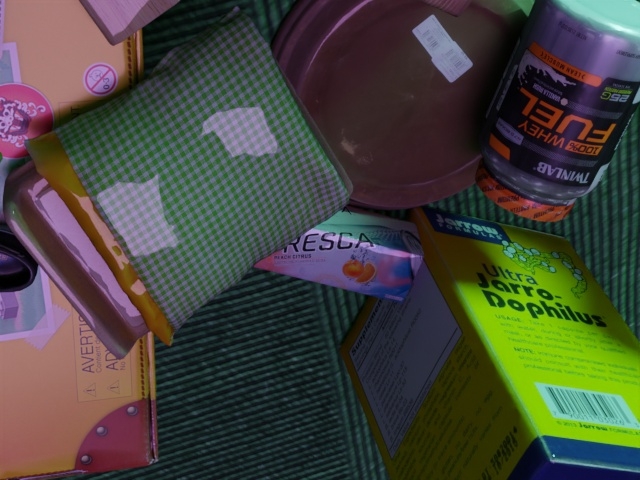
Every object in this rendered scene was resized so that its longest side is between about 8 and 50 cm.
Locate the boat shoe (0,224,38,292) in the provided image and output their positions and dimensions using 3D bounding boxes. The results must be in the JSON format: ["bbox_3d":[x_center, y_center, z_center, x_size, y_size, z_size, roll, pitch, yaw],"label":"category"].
[{"bbox_3d":[-0.245,0.006,0.743,0.142,0.040,0.049,5,110,-19],"label":"boat shoe"}]

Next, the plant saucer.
[{"bbox_3d":[0.085,-0.137,1.076,0.277,0.041,0.278,-9,127,-12],"label":"plant saucer"}]

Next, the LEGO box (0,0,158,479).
[{"bbox_3d":[-0.315,-0.077,0.819,0.372,0.193,0.500,-5,113,-15],"label":"LEGO box"}]

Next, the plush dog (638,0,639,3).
[{"bbox_3d":[0.426,-0.155,1.086,0.225,0.262,0.210,-19,163,8],"label":"plush dog"}]

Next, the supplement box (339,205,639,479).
[{"bbox_3d":[0.181,0.155,1.120,0.195,0.356,0.194,11,121,-24],"label":"supplement box"}]

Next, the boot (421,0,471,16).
[{"bbox_3d":[0.091,-0.293,0.944,0.152,0.073,0.197,28,94,-13],"label":"boot"}]

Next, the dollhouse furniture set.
[{"bbox_3d":[-0.107,-0.061,0.696,0.197,0.151,0.301,-35,118,-2],"label":"dollhouse furniture set"}]

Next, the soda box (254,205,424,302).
[{"bbox_3d":[0.000,0.000,1.112,0.183,0.063,0.058,13,121,-13],"label":"soda box"}]

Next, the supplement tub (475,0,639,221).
[{"bbox_3d":[0.210,-0.118,1.030,0.117,0.117,0.190,6,122,-22],"label":"supplement tub"}]
